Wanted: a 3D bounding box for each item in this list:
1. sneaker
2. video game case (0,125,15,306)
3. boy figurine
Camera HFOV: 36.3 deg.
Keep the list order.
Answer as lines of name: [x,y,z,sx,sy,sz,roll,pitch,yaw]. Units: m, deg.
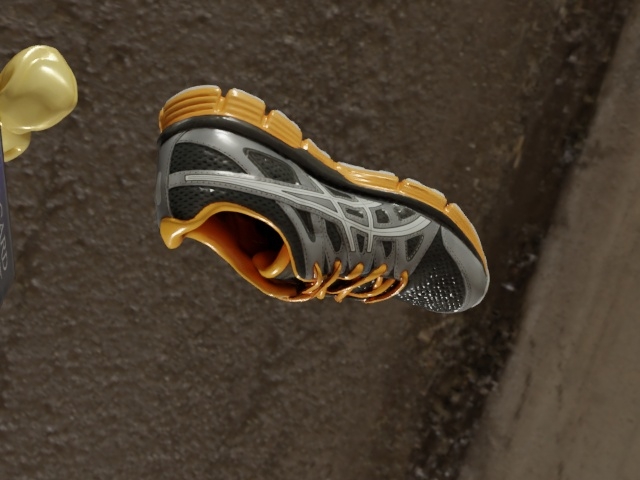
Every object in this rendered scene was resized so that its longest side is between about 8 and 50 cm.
sneaker: [0.000,0.000,0.540,0.215,0.084,0.083,24,54,-21]
video game case: [-0.208,0.007,0.493,0.026,0.274,0.196,2,119,-3]
boy figurine: [-0.403,-0.139,1.095,0.177,0.285,0.092,32,44,-58]
